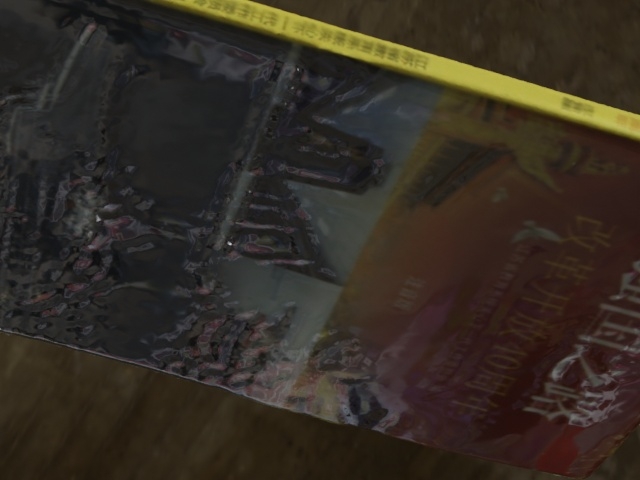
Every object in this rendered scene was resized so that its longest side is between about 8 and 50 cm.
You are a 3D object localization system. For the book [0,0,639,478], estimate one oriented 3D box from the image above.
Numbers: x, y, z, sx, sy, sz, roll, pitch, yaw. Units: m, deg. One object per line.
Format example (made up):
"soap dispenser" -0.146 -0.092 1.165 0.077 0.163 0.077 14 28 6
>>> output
"book" 0.000 0.000 0.783 0.374 0.028 0.262 16 -38 -8
